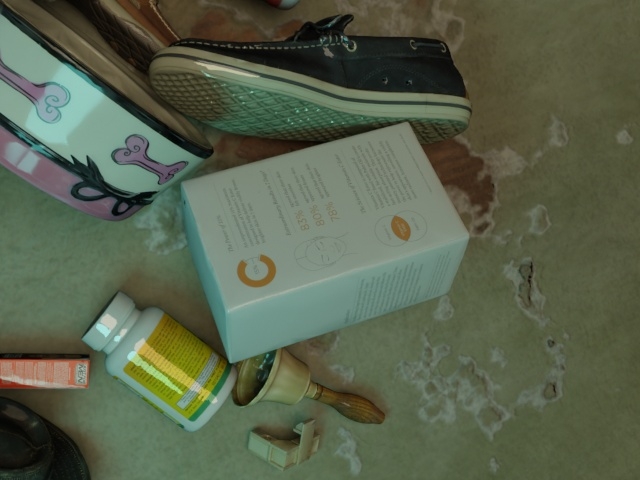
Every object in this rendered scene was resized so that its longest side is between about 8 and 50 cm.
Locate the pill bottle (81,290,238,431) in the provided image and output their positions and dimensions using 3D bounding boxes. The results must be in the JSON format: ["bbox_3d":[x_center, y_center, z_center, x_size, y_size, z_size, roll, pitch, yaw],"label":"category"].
[{"bbox_3d":[-0.231,0.169,1.272,0.208,0.117,0.118,39,81,-11],"label":"pill bottle"}]

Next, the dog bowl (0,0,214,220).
[{"bbox_3d":[-0.337,-0.183,1.116,0.408,0.408,0.150,38,95,-11],"label":"dog bowl"}]

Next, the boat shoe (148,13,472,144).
[{"bbox_3d":[-0.005,-0.240,1.287,0.500,0.187,0.156,1,78,-26],"label":"boat shoe"}]

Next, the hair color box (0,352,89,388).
[{"bbox_3d":[-0.398,0.183,1.252,0.141,0.072,0.043,3,89,-15],"label":"hair color box"}]

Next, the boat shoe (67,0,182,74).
[{"bbox_3d":[-0.280,-0.353,1.262,0.324,0.123,0.116,43,72,-14],"label":"boat shoe"}]

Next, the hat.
[{"bbox_3d":[-0.442,0.281,1.122,0.331,0.331,0.134,16,125,-14],"label":"hat"}]

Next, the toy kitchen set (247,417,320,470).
[{"bbox_3d":[-0.052,0.293,1.354,0.083,0.075,0.068,-11,116,-52],"label":"toy kitchen set"}]

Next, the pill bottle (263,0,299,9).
[{"bbox_3d":[-0.155,-0.496,1.246,0.363,0.210,0.210,26,83,-13],"label":"pill bottle"}]

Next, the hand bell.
[{"bbox_3d":[-0.001,0.234,1.352,0.242,0.126,0.126,28,83,-25],"label":"hand bell"}]

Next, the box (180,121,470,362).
[{"bbox_3d":[0.000,0.000,1.263,0.345,0.168,0.215,-16,60,-14],"label":"box"}]
